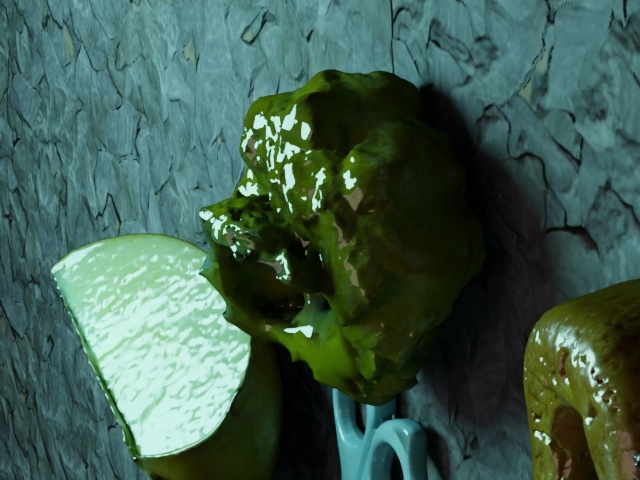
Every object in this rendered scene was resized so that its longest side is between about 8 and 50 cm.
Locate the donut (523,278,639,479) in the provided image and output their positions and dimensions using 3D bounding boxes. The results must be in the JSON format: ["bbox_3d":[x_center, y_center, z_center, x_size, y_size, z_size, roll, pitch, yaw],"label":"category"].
[{"bbox_3d":[0.199,0.133,1.121,0.226,0.114,0.226,172,90,-79],"label":"donut"}]

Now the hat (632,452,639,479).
[{"bbox_3d":[0.259,0.124,0.789,0.286,0.107,0.236,14,111,47],"label":"hat"}]

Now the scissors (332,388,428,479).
[{"bbox_3d":[0.034,0.253,1.663,0.191,0.029,0.360,-117,28,-42],"label":"scissors"}]

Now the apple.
[{"bbox_3d":[-0.138,0.134,1.811,0.346,0.179,0.254,54,132,47],"label":"apple"}]

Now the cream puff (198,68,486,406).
[{"bbox_3d":[0.001,0.001,1.460,0.282,0.185,0.282,175,90,-66],"label":"cream puff"}]
